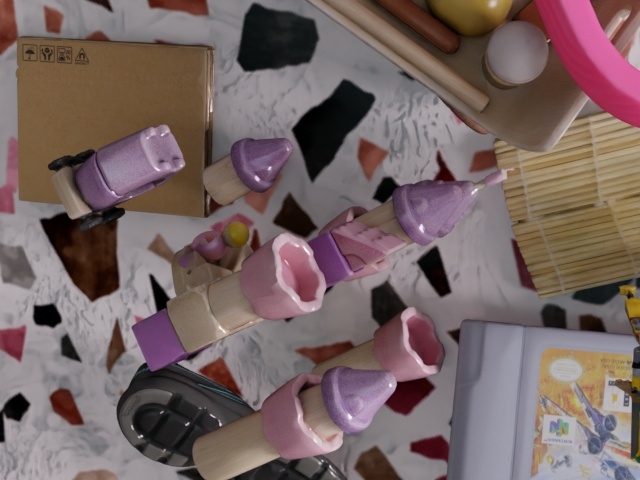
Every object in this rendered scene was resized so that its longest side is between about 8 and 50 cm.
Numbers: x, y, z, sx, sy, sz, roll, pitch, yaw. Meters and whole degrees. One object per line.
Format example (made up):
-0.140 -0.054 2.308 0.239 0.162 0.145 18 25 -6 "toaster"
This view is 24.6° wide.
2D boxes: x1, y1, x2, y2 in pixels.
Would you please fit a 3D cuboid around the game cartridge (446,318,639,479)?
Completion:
0.260 0.179 1.284 0.297 0.062 0.198 4 81 17 "game cartridge"

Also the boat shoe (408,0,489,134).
0.099 -0.216 1.264 0.095 0.095 0.257 -35 89 15 "boat shoe"

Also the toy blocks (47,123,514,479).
0.000 0.000 1.233 0.260 0.288 0.309 -27 89 29 "toy blocks"

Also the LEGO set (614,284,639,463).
0.351 0.033 1.096 0.255 0.331 0.192 6 110 26 "LEGO set"

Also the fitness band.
0.263 -0.224 1.148 0.209 0.054 0.290 -17 78 -15 "fitness band"

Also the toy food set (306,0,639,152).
0.120 -0.243 1.187 0.306 0.092 0.219 36 83 -2 "toy food set"

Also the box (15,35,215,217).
-0.200 -0.110 1.417 0.201 0.021 0.164 5 102 16 "box"

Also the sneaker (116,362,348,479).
-0.068 0.195 1.402 0.267 0.106 0.101 36 105 -13 "sneaker"

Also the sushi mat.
0.316 -0.053 1.264 0.317 0.019 0.151 -13 98 20 "sushi mat"
